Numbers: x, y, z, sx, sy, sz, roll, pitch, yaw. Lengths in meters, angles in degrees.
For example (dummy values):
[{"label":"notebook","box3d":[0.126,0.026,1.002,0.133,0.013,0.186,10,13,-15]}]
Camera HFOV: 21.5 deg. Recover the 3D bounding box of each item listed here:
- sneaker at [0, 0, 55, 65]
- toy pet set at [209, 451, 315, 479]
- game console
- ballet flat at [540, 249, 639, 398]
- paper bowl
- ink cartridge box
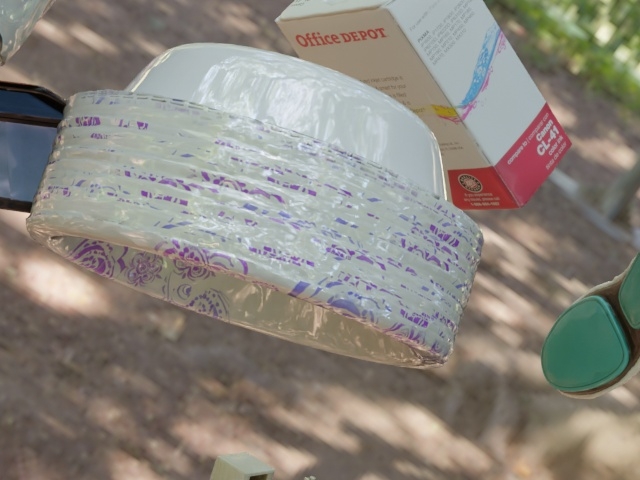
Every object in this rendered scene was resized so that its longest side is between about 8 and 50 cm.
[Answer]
[{"label":"sneaker","box3d":[-0.218,-0.271,0.995,0.169,0.257,0.447,30,-28,11]},{"label":"toy pet set","box3d":[-0.051,0.225,1.368,0.114,0.065,0.122,26,15,35]},{"label":"game console","box3d":[-0.239,-0.069,1.229,0.144,0.124,0.085,9,21,21]},{"label":"ballet flat","box3d":[0.423,0.094,2.178,0.139,0.400,0.139,10,57,-15]},{"label":"paper bowl","box3d":[-0.034,-0.026,1.085,0.284,0.148,0.284,16,-10,3]},{"label":"ink cartridge box","box3d":[0.123,-0.186,2.007,0.226,0.131,0.306,3,-47,53]}]
